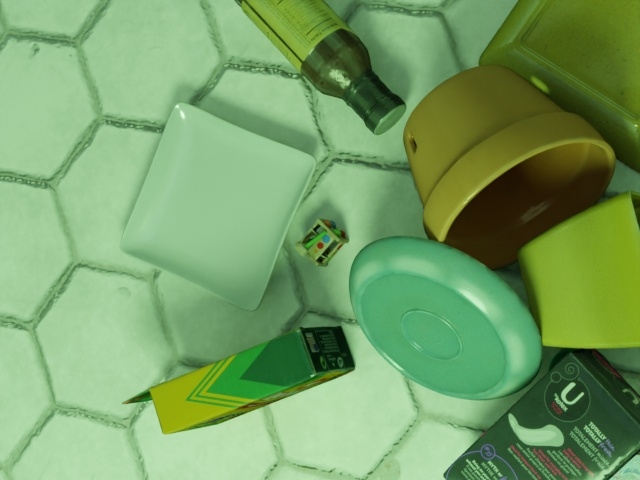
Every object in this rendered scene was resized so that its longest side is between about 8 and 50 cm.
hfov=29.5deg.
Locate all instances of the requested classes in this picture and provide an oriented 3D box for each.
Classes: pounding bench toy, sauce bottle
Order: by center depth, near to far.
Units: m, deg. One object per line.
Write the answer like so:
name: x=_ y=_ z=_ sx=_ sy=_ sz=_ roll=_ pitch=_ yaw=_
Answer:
pounding bench toy: x=0.000 y=0.000 z=1.939 sx=0.052 sy=0.083 sz=0.065 roll=45 pitch=101 yaw=16
sauce bottle: x=0.000 y=-0.310 z=1.946 sx=0.111 sy=0.111 sz=0.344 roll=-43 pitch=76 yaw=11

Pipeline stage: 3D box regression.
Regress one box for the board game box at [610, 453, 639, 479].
board game box: x=0.448 y=0.360 z=1.800 sx=0.090 sy=0.020 sz=0.090 roll=2 pitch=88 yaw=19

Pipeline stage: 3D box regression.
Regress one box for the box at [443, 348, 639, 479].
box: x=0.339 y=0.303 z=1.758 sx=0.270 sy=0.143 sz=0.165 roll=-47 pitch=72 yaw=18

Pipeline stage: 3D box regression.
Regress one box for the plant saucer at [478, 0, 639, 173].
plant saucer: x=0.450 y=-0.319 z=1.810 sx=0.333 sy=0.081 sz=0.333 roll=36 pitch=98 yaw=16

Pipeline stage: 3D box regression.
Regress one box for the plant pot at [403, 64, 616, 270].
plant pot: x=0.253 y=-0.119 z=1.774 sx=0.291 sy=0.291 sz=0.203 roll=-36 pitch=61 yaw=13

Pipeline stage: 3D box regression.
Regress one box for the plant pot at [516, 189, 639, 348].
plant pot: x=0.403 y=0.060 z=1.744 sx=0.187 sy=0.212 sz=0.212 roll=-16 pitch=82 yaw=25

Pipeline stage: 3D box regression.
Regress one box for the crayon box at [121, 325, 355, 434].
crayon box: x=-0.125 y=0.227 z=1.907 sx=0.318 sy=0.202 sz=0.081 roll=-23 pitch=80 yaw=17

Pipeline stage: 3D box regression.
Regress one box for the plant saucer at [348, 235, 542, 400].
plant saucer: x=0.171 y=0.128 z=1.780 sx=0.317 sy=0.317 sz=0.043 roll=25 pitch=51 yaw=18

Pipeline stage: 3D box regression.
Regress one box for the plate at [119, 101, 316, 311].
plate: x=-0.168 y=-0.057 z=2.020 sx=0.277 sy=0.045 sz=0.278 roll=23 pitch=94 yaw=18

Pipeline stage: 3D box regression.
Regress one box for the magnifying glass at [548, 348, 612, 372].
magnifying glass: x=0.443 y=0.242 z=1.809 sx=0.231 sy=0.026 sz=0.092 roll=36 pitch=99 yaw=19
